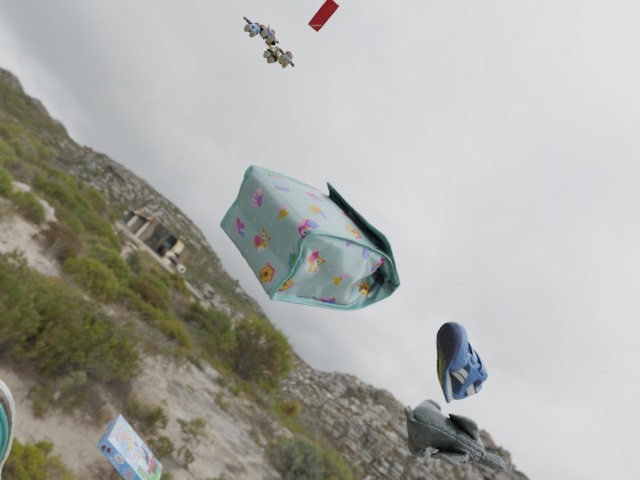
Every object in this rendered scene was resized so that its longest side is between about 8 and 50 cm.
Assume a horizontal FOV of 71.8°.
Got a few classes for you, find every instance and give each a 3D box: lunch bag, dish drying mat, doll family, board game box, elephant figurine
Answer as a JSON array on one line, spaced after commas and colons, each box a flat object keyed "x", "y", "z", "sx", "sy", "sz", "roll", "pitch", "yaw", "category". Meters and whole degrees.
[{"x": 0.000, "y": 0.000, "z": 0.758, "sx": 0.262, "sy": 0.160, "sz": 0.223, "roll": 12, "pitch": 25, "yaw": -41, "category": "lunch bag"}, {"x": 0.006, "y": -0.525, "z": 1.030, "sx": 0.032, "sy": 0.008, "sz": 0.083, "roll": 34, "pitch": -41, "yaw": -22, "category": "dish drying mat"}, {"x": -0.155, "y": -0.595, "z": 1.330, "sx": 0.076, "sy": 0.111, "sz": 0.193, "roll": -22, "pitch": -61, "yaw": 24, "category": "doll family"}, {"x": -0.531, "y": 0.613, "z": 1.248, "sx": 0.211, "sy": 0.039, "sz": 0.160, "roll": 55, "pitch": -10, "yaw": -9, "category": "board game box"}, {"x": 0.366, "y": 0.538, "z": 1.203, "sx": 0.239, "sy": 0.186, "sz": 0.169, "roll": 13, "pitch": -75, "yaw": 37, "category": "elephant figurine"}]

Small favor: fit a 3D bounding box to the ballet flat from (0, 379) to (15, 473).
[{"x": -0.466, "y": 0.273, "z": 0.550, "sx": 0.139, "sy": 0.139, "sz": 0.400, "roll": 33, "pitch": -59, "yaw": 22, "category": "ballet flat"}]

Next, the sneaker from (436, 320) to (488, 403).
[{"x": 0.184, "y": 0.155, "z": 0.575, "sx": 0.053, "sy": 0.059, "sz": 0.144, "roll": -94, "pitch": 174, "yaw": -50, "category": "sneaker"}]
